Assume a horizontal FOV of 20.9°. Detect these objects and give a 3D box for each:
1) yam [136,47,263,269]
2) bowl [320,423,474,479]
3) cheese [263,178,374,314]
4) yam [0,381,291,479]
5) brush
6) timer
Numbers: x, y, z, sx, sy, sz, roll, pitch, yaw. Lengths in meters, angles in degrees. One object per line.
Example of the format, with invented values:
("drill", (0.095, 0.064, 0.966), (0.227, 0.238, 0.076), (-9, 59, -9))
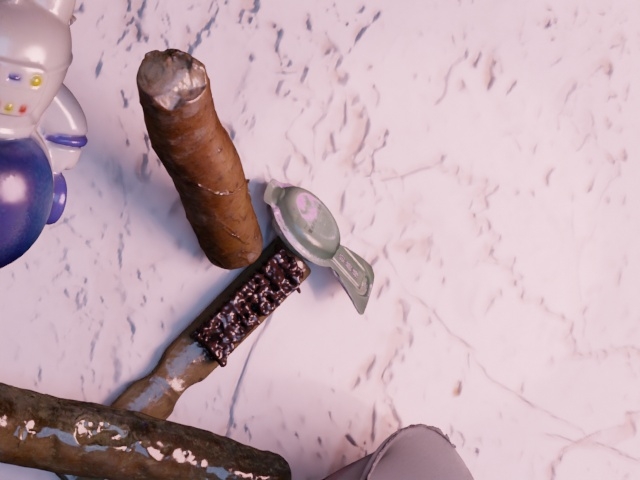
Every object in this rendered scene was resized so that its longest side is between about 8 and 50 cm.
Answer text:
("yam", (-0.082, -0.051, 1.217), (0.057, 0.057, 0.241), (-40, 151, -14))
("bowl", (0.019, 0.312, 1.279), (0.157, 0.345, 0.345), (-9, 101, 24))
("cheese", (0.000, 0.000, 1.329), (0.120, 0.026, 0.067), (47, 33, -19))
("yam", (-0.149, 0.148, 1.253), (0.274, 0.061, 0.061), (15, 89, -21))
("brush", (-0.102, 0.095, 1.305), (0.248, 0.036, 0.043), (-44, 99, -12))
("timer", (-0.208, -0.154, 1.150), (0.270, 0.270, 0.383), (11, 105, -22))
